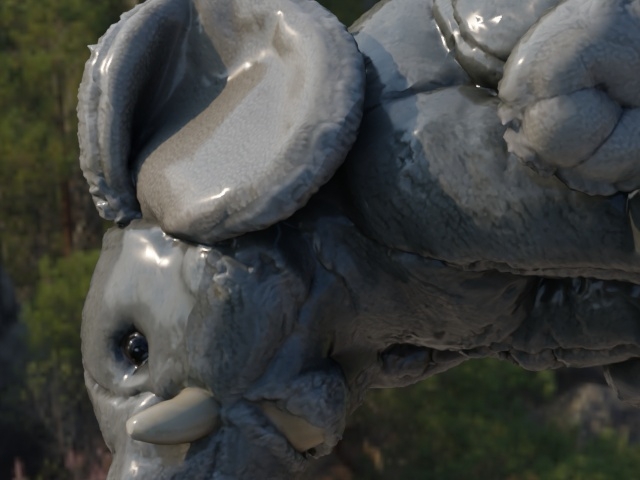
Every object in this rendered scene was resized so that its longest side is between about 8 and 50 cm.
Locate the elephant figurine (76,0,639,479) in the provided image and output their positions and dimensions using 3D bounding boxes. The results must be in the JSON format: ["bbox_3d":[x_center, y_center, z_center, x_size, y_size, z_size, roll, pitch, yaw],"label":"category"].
[{"bbox_3d":[0.000,0.000,0.472,0.239,0.169,0.186,-16,12,15],"label":"elephant figurine"}]
